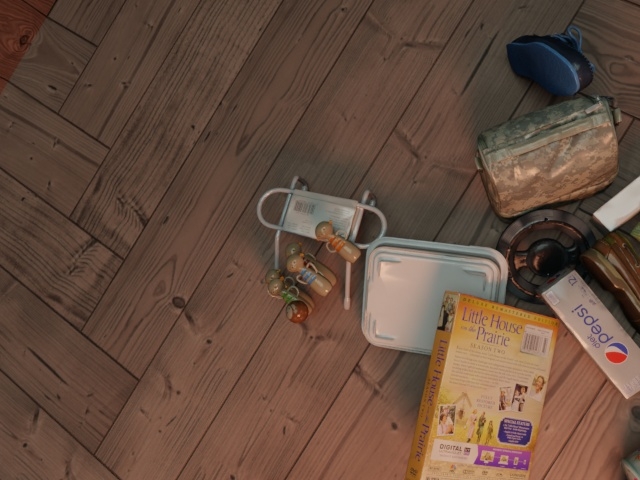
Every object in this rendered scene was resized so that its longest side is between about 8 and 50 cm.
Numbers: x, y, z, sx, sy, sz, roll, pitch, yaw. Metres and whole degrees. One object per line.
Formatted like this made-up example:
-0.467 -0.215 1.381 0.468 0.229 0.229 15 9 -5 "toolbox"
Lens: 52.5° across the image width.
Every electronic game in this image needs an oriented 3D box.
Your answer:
0.518 0.039 1.488 0.229 0.048 0.229 2 106 7 "electronic game"

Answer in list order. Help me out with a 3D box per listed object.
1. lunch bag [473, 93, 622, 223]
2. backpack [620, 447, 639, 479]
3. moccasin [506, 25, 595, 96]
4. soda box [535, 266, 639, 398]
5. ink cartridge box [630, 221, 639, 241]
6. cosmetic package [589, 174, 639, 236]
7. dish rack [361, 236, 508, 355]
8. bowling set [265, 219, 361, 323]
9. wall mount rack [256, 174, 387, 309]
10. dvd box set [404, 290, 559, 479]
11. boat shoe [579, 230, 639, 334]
0.507 -0.191 1.455 0.305 0.256 0.212 -19 76 14 "lunch bag"
0.702 0.531 1.287 0.191 0.225 0.253 -31 64 10 "backpack"
0.532 -0.426 1.468 0.117 0.137 0.342 -21 30 2 "moccasin"
0.598 0.197 1.412 0.091 0.098 0.286 -39 86 9 "soda box"
0.814 -0.053 1.391 0.171 0.056 0.235 35 98 -7 "ink cartridge box"
0.722 -0.108 1.454 0.239 0.099 0.060 -41 71 9 "cosmetic package"
0.256 0.147 1.520 0.333 0.072 0.285 7 106 16 "dish rack"
-0.052 0.090 1.556 0.154 0.200 0.287 40 121 3 "bowling set"
0.000 0.000 1.666 0.350 0.130 0.304 13 82 20 "wall mount rack"
0.358 0.344 1.413 0.062 0.308 0.420 3 80 62 "dvd box set"
0.701 0.118 1.397 0.104 0.111 0.307 -38 90 -3 "boat shoe"
